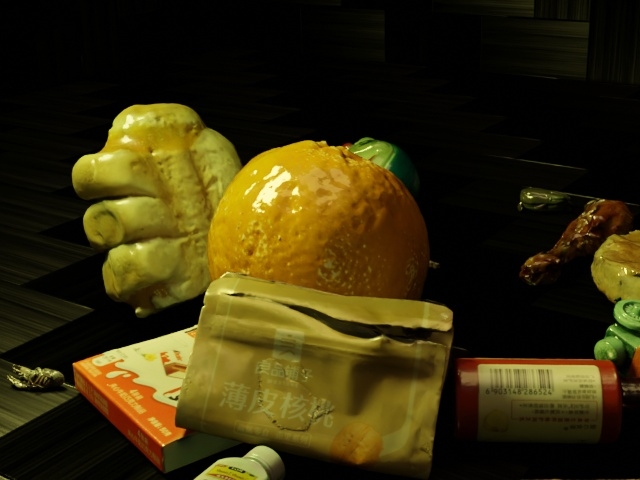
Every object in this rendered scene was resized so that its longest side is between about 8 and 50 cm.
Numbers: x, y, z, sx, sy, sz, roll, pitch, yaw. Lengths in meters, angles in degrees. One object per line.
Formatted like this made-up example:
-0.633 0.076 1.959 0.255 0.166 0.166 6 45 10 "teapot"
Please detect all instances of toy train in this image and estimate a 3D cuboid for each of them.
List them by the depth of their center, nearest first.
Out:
0.520 0.146 1.363 0.285 0.116 0.177 -14 36 -32 "toy train"

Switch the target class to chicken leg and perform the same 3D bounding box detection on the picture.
0.458 0.010 1.766 0.304 0.093 0.113 -29 13 -36 "chicken leg"

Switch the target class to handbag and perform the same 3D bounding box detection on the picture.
0.470 -0.084 2.049 0.111 0.047 0.072 4 16 16 "handbag"

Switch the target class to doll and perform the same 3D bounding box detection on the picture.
0.086 -0.076 1.877 0.198 0.186 0.322 -25 26 33 "doll"

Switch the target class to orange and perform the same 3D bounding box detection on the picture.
0.000 0.000 1.477 0.340 0.293 0.340 11 12 -2 "orange"

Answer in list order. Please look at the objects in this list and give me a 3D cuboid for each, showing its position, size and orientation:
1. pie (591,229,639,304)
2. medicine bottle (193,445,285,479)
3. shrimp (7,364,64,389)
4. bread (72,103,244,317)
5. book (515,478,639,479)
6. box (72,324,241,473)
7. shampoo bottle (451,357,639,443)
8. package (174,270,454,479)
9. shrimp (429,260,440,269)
0.617 0.052 1.625 0.339 0.083 0.339 -3 22 1 "pie"
-0.092 0.281 1.098 0.074 0.055 0.118 10 23 31 "medicine bottle"
-0.410 0.197 1.394 0.092 0.029 0.038 3 28 27 "shrimp"
-0.269 -0.057 1.649 0.300 0.341 0.210 -29 10 -41 "bread"
0.285 0.346 0.931 0.269 0.032 0.389 -1 20 6 "book"
-0.162 0.197 1.339 0.265 0.048 0.273 -15 24 -34 "box"
0.305 0.199 1.216 0.278 0.104 0.104 0 20 5 "shampoo bottle"
0.002 0.145 1.205 0.311 0.165 0.221 11 31 7 "package"
0.072 0.025 1.676 0.254 0.145 0.059 31 32 12 "shrimp"
